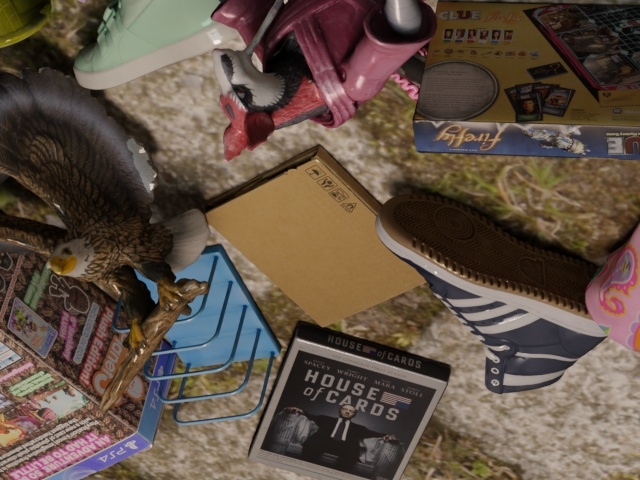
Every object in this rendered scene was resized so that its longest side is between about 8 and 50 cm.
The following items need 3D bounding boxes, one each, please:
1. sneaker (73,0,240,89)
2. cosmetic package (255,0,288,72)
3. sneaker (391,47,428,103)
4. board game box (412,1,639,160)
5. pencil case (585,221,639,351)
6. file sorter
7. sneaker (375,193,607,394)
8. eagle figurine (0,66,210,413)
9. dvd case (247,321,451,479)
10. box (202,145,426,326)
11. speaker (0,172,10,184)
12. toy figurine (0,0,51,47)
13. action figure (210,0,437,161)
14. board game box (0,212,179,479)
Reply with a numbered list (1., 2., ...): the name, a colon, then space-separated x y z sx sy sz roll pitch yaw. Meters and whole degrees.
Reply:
1. sneaker: -0.167 -0.232 1.840 0.256 0.094 0.151 -14 104 52
2. cosmetic package: -0.021 -0.247 1.794 0.098 0.060 0.239 0 135 11
3. sneaker: 0.092 -0.167 1.873 0.057 0.047 0.119 -38 120 15
4. board game box: 0.214 -0.143 1.771 0.243 0.165 0.042 3 136 12
5. pencil case: 0.366 -0.010 1.913 0.124 0.124 0.284 21 136 -9
6. file sorter: -0.136 0.107 2.164 0.118 0.104 0.170 -9 133 23
7. sneaker: 0.160 0.062 2.048 0.282 0.099 0.153 22 135 -14
8. eagle figurine: -0.253 -0.013 1.983 0.298 0.226 0.225 40 164 1
9. dvd case: 0.029 0.198 2.273 0.179 0.030 0.239 16 138 -4
10. box: 0.000 0.000 2.078 0.164 0.021 0.201 -25 125 34
11. speaker: -0.352 -0.073 2.063 0.055 0.055 0.136 34 133 -21
12. toy figurine: -0.448 -0.258 1.796 0.362 0.191 0.217 -2 117 24
13. action figure: 0.031 -0.207 1.630 0.248 0.370 0.276 24 167 41
14. board game box: -0.348 0.135 2.216 0.232 0.141 0.291 -28 124 35
